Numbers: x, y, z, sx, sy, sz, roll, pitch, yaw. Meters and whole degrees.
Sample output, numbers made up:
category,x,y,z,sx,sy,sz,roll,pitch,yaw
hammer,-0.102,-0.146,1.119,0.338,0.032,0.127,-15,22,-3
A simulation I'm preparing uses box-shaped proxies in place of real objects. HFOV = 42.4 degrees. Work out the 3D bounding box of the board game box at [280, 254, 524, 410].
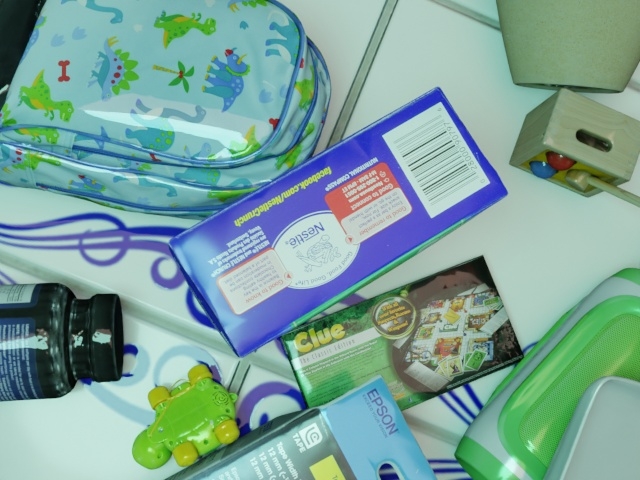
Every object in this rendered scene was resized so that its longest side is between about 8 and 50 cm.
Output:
category,x,y,z,sx,sy,sz,roll,pitch,yaw
board game box,0.096,0.124,0.959,0.259,0.030,0.136,-20,87,-9

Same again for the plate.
category,x,y,z,sx,sy,sz,roll,pitch,yaw
plate,0.312,0.276,0.878,0.277,0.045,0.278,15,100,-37

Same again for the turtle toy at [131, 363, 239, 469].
category,x,y,z,sx,sy,sz,roll,pitch,yaw
turtle toy,-0.147,0.202,0.898,0.130,0.066,0.095,-28,63,-7

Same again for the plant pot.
category,x,y,z,sx,sy,sz,roll,pitch,yaw
plant pot,0.305,-0.313,0.951,0.256,0.256,0.274,4,98,-7

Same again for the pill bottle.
category,x,y,z,sx,sy,sz,roll,pitch,yaw
pill bottle,-0.322,0.106,0.861,0.219,0.123,0.123,-2,83,-7

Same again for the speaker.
category,x,y,z,sx,sy,sz,roll,pitch,yaw
speaker,0.289,0.170,0.928,0.131,0.131,0.296,45,80,0

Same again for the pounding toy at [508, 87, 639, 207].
category,x,y,z,sx,sy,sz,roll,pitch,yaw
pounding toy,0.311,-0.094,0.962,0.141,0.130,0.100,23,81,-4

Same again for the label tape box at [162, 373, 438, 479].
category,x,y,z,sx,sy,sz,roll,pitch,yaw
label tape box,-0.035,0.326,0.856,0.347,0.115,0.249,-28,86,-4

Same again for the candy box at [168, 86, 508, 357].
category,x,y,z,sx,sy,sz,roll,pitch,yaw
candy box,0.000,0.000,0.817,0.268,0.317,0.122,-30,89,-9

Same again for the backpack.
category,x,y,z,sx,sy,sz,roll,pitch,yaw
backpack,-0.168,-0.157,0.868,0.355,0.273,0.290,24,66,-16
